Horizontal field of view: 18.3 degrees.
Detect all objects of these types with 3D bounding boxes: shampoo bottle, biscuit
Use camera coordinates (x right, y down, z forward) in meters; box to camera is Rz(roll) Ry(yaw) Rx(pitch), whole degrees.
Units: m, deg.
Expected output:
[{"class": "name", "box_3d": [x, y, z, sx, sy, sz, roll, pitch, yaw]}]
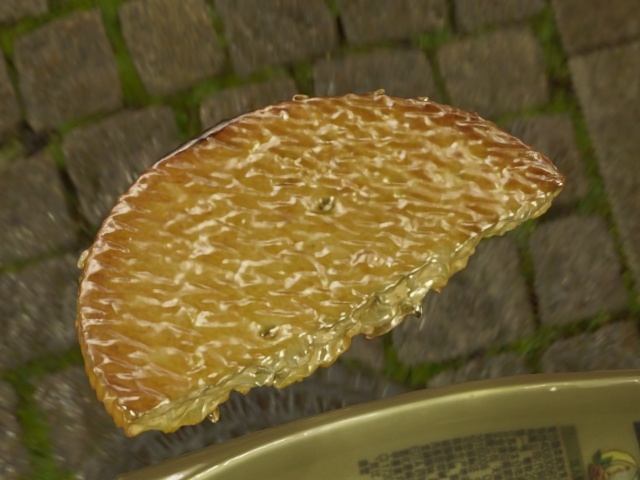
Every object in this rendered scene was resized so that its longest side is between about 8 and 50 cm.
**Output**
[{"class": "shampoo bottle", "box_3d": [0.085, 0.124, 0.901, 0.350, 0.084, 0.126, -12, 94, -5]}, {"class": "biscuit", "box_3d": [-0.012, -0.003, 0.786, 0.206, 0.025, 0.126, -28, 52, -19]}]
